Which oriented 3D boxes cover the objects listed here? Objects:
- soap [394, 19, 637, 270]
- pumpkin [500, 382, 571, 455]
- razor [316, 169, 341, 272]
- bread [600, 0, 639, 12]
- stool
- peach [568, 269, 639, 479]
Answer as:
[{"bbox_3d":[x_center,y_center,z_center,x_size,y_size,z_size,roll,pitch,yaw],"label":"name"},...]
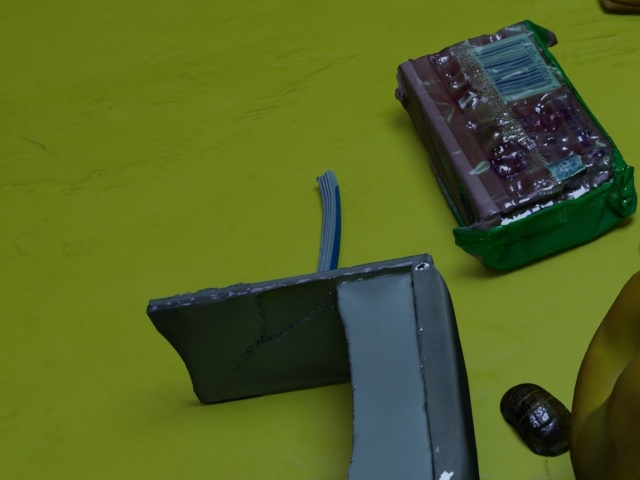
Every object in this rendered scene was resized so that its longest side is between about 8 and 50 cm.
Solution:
[{"bbox_3d":[0.201,-0.112,1.278,0.217,0.098,0.273,-21,49,-2],"label":"soap"},{"bbox_3d":[0.194,0.155,1.102,0.050,0.028,0.083,-37,47,-13],"label":"pumpkin"},{"bbox_3d":[0.003,0.002,1.281,0.068,0.037,0.191,-40,29,40],"label":"razor"},{"bbox_3d":[0.421,-0.319,1.411,0.200,0.077,0.116,3,60,19],"label":"bread"},{"bbox_3d":[-0.005,0.173,1.050,0.269,0.170,0.244,-9,48,9],"label":"stool"},{"bbox_3d":[0.337,0.161,0.897,0.308,0.289,0.289,35,61,-5],"label":"peach"}]
